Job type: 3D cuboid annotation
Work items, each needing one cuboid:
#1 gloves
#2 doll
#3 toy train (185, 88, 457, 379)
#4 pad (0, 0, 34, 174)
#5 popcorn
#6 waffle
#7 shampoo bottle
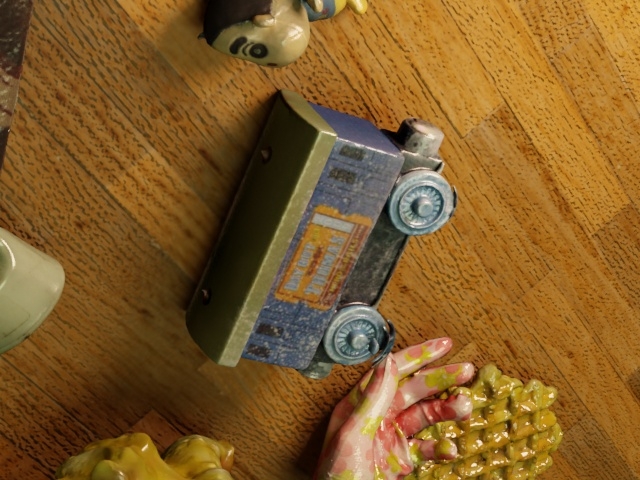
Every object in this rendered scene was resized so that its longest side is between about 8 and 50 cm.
[{"bbox_3d":[0.074,0.212,1.625,0.145,0.126,0.241,35,75,-20],"label":"gloves"},{"bbox_3d":[-0.028,-0.206,1.323,0.179,0.102,0.089,-15,82,-17],"label":"doll"},{"bbox_3d":[0.000,0.000,1.444,0.202,0.131,0.300,14,111,-27],"label":"toy train"},{"bbox_3d":[-0.353,-0.164,1.209,0.220,0.004,0.330,1,118,-30],"label":"pad"},{"bbox_3d":[-0.194,0.349,1.436,0.290,0.325,0.321,19,76,-54],"label":"popcorn"},{"bbox_3d":[0.196,0.263,1.760,0.243,0.059,0.238,-49,131,4],"label":"waffle"},{"bbox_3d":[-0.344,0.007,1.262,0.118,0.087,0.234,-39,133,9],"label":"shampoo bottle"}]
